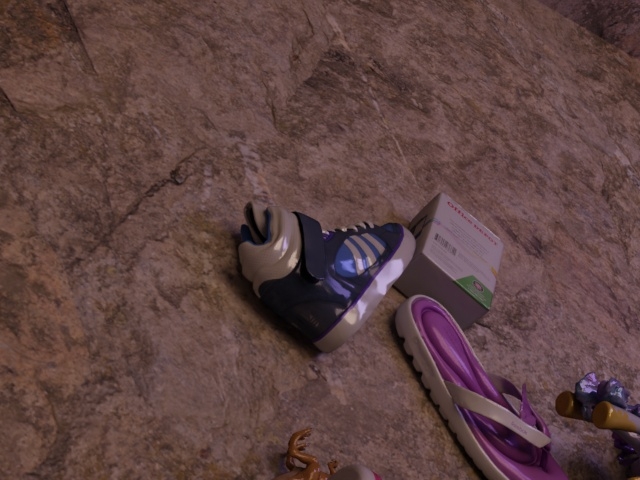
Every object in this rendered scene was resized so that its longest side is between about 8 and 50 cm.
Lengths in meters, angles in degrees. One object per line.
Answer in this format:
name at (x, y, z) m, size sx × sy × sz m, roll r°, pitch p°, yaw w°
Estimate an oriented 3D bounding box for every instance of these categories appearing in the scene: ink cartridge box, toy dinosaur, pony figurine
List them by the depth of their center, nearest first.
toy dinosaur at (-0.022, 0.300, 1.478) m, size 0.211 × 0.064 × 0.112 m, roll 12°, pitch 47°, yaw -40°
pony figurine at (0.546, 0.345, 1.857) m, size 0.363 × 0.303 × 0.351 m, roll 25°, pitch 44°, yaw -21°
ink cartridge box at (0.219, 0.037, 2.000) m, size 0.154 × 0.093 × 0.212 m, roll 39°, pitch 35°, yaw -10°

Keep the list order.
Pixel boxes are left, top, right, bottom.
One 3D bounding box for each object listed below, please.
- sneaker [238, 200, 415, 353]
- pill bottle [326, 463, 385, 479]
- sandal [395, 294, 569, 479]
sneaker at (0.000, 0.000, 1.766) m, size 0.236 × 0.130 × 0.323 m, roll 45°, pitch 38°, yaw -6°
pill bottle at (0.111, 0.409, 1.414) m, size 0.283 × 0.160 × 0.160 m, roll 36°, pitch 34°, yaw -13°
sandal at (0.265, 0.247, 1.809) m, size 0.416 × 0.102 × 0.169 m, roll 52°, pitch 34°, yaw 10°
